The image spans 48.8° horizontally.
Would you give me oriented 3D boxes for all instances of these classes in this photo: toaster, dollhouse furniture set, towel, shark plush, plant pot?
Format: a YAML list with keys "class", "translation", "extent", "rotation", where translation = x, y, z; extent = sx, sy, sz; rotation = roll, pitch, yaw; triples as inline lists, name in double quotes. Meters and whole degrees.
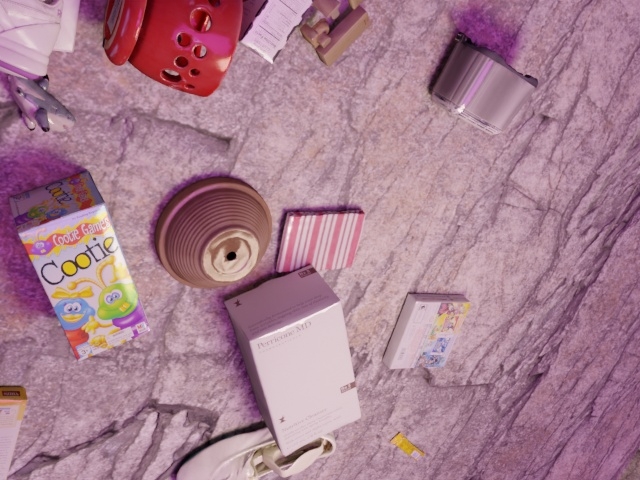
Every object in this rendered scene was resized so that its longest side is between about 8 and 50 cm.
- class: "toaster"
  translation: [0.332, -0.319, 1.469]
  extent: [0.226, 0.129, 0.147]
  rotation: [18, 109, -38]
- class: "dollhouse furniture set"
  translation: [0.008, -0.431, 1.277]
  extent: [0.144, 0.123, 0.151]
  rotation: [-46, 165, 1]
- class: "towel"
  translation: [0.000, 0.000, 1.528]
  extent: [0.196, 0.029, 0.144]
  rotation: [-3, 121, -29]
- class: "shark plush"
  translation: [-0.457, -0.241, 1.119]
  extent: [0.067, 0.073, 0.161]
  rotation: [-41, 111, -28]
- class: "plant pot"
  translation: [-0.233, -0.333, 1.088]
  extent: [0.174, 0.191, 0.191]
  rotation: [9, 112, -31]
- class: "plant pot"
  translation: [-0.190, 0.005, 1.364]
  extent: [0.237, 0.110, 0.238]
  rotation: [-15, 123, -24]

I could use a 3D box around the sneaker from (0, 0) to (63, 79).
- class: "sneaker"
  translation: [-0.478, -0.335, 0.909]
  extent: [0.305, 0.114, 0.152]
  rotation: [25, 89, -48]

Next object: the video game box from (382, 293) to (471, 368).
- class: "video game box"
  translation: [0.273, 0.233, 1.811]
  extent: [0.187, 0.048, 0.205]
  rotation: [6, 114, -31]

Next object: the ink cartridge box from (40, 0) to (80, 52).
- class: "ink cartridge box"
  translation: [-0.478, -0.410, 0.962]
  extent: [0.296, 0.066, 0.261]
  rotation: [-2, 119, -36]

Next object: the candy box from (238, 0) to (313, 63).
- class: "candy box"
  translation: [-0.079, -0.406, 1.150]
  extent: [0.070, 0.165, 0.196]
  rotation: [28, 101, -37]

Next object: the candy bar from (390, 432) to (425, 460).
- class: "candy bar"
  translation: [0.255, 0.599, 2.034]
  extent: [0.040, 0.018, 0.161]
  rotation: [-42, 130, 2]

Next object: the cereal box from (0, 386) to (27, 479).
- class: "cereal box"
  translation: [-0.675, 0.387, 1.343]
  extent: [0.172, 0.047, 0.240]
  rotation: [10, 112, -34]

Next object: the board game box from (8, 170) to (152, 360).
- class: "board game box"
  translation: [-0.416, 0.045, 1.233]
  extent: [0.142, 0.144, 0.276]
  rotation: [-22, 126, -17]

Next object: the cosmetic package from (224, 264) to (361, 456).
- class: "cosmetic package"
  translation: [-0.052, 0.268, 1.560]
  extent: [0.217, 0.156, 0.385]
  rotation: [-24, 131, -14]

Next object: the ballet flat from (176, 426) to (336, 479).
- class: "ballet flat"
  translation: [-0.140, 0.522, 1.685]
  extent: [0.400, 0.139, 0.139]
  rotation: [-17, 124, -21]
